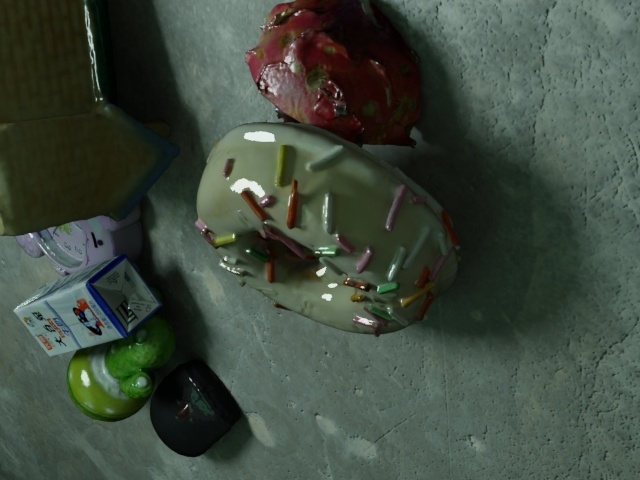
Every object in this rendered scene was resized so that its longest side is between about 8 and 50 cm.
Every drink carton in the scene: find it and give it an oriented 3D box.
[{"bbox_3d":[-0.457,0.131,1.682,0.315,0.106,0.130,-17,111,44],"label":"drink carton"}]

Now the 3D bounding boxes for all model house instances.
[{"bbox_3d":[-0.454,-0.236,1.443,0.335,0.343,0.382,16,117,47],"label":"model house"}]

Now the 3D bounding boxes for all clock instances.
[{"bbox_3d":[-0.489,-0.051,1.738,0.322,0.113,0.295,32,133,25],"label":"clock"}]

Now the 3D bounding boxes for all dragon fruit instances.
[{"bbox_3d":[0.012,-0.222,1.096,0.274,0.161,0.126,45,140,17],"label":"dragon fruit"}]

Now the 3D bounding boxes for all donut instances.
[{"bbox_3d":[0.000,0.000,1.158,0.383,0.142,0.382,24,157,11],"label":"donut"}]

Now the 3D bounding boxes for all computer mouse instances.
[{"bbox_3d":[-0.281,0.365,1.808,0.170,0.100,0.269,49,139,6],"label":"computer mouse"}]

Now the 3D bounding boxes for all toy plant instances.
[{"bbox_3d":[-0.394,0.242,1.775,0.316,0.185,0.224,-47,39,45],"label":"toy plant"}]
